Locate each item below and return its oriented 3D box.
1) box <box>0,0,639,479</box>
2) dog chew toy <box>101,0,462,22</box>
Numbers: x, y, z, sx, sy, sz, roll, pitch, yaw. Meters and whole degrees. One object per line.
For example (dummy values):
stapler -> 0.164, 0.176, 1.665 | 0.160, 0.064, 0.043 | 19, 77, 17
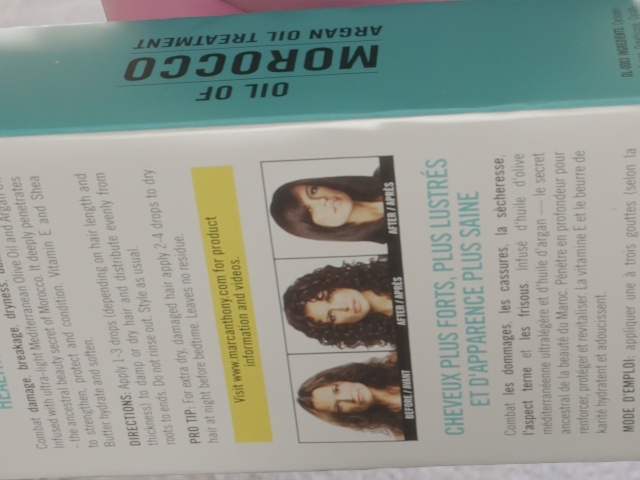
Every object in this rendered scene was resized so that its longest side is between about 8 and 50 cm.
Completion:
box -> 0.000, 0.000, 0.392 | 0.244, 0.100, 0.060 | -2, 32, 7
dog chew toy -> 0.012, -0.143, 0.515 | 0.206, 0.332, 0.206 | -1, 71, 4
